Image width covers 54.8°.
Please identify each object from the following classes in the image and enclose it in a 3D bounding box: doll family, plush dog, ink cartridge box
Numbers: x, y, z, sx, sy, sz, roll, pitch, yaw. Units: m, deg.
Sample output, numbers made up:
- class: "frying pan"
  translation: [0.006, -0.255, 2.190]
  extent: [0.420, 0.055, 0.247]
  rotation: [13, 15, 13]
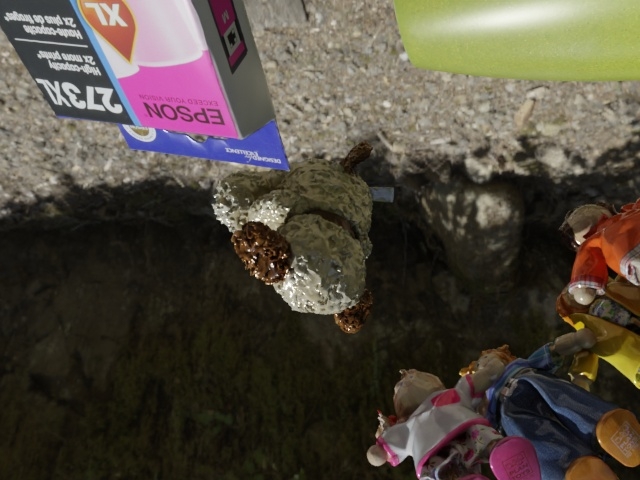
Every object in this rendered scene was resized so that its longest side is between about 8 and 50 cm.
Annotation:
- class: "doll family"
  translation: [0.158, 0.085, 0.400]
  extent: [0.263, 0.163, 0.118]
  rotation: [-43, 103, 0]
- class: "plush dog"
  translation: [0.000, 0.000, 0.813]
  extent: [0.262, 0.225, 0.210]
  rotation: [32, 129, -27]
- class: "ink cartridge box"
  translation: [-0.144, -0.171, 0.415]
  extent: [0.175, 0.069, 0.371]
  rotation: [10, 147, 20]

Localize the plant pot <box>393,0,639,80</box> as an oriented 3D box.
- class: "plant pot"
  translation: [0.234, -0.283, 0.663]
  extent: [0.293, 0.275, 0.275]
  rotation: [-8, 149, 22]
